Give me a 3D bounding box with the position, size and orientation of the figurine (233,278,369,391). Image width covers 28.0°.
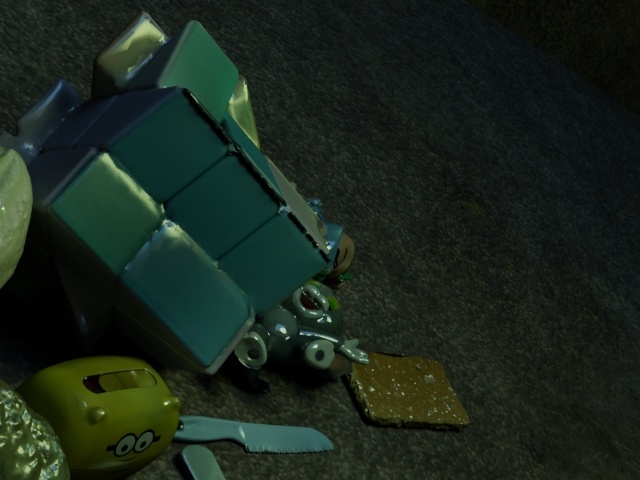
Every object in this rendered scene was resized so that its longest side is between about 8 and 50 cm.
[{"bbox_3d":[-0.034,0.130,1.691,0.193,0.140,0.265,38,33,3],"label":"figurine"}]

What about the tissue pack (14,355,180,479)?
[{"bbox_3d":[-0.237,0.186,1.349,0.178,0.127,0.123,0,47,-54],"label":"tissue pack"}]

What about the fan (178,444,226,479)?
[{"bbox_3d":[-0.081,0.348,1.443,0.057,0.023,0.282,13,39,-58],"label":"fan"}]

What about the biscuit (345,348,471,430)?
[{"bbox_3d":[0.123,0.221,1.887,0.231,0.025,0.131,14,41,-45],"label":"biscuit"}]

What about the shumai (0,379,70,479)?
[{"bbox_3d":[-0.328,0.241,1.088,0.256,0.189,0.218,20,33,-28],"label":"shumai"}]

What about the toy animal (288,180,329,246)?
[{"bbox_3d":[-0.090,-0.010,1.845,0.073,0.176,0.217,-40,108,-44],"label":"toy animal"}]

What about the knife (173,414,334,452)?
[{"bbox_3d":[-0.090,0.241,1.588,0.313,0.019,0.044,12,48,-46],"label":"knife"}]

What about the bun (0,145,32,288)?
[{"bbox_3d":[-0.474,-0.024,1.225,0.365,0.219,0.365,22,38,-19],"label":"bun"}]

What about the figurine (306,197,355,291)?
[{"bbox_3d":[0.000,0.005,1.952,0.144,0.114,0.178,31,21,-25],"label":"figurine"}]

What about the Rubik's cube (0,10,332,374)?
[{"bbox_3d":[-0.186,-0.033,1.496,0.358,0.368,0.387,-50,117,-23],"label":"Rubik's cube"}]
